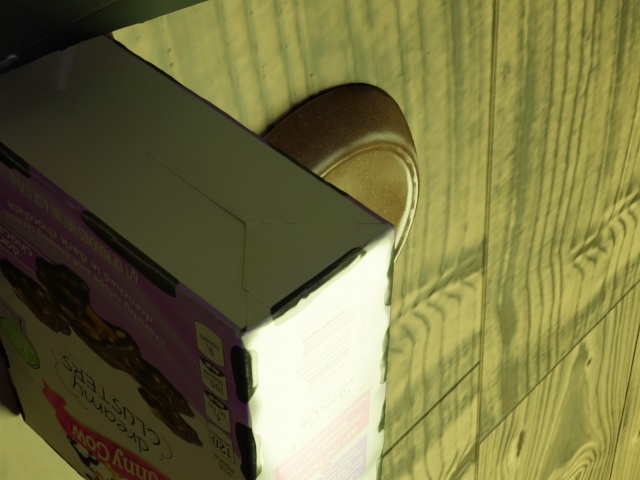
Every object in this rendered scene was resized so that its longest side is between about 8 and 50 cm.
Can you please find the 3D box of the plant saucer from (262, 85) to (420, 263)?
[{"bbox_3d":[0.000,0.000,0.683,0.168,0.029,0.168,-38,147,-30],"label":"plant saucer"}]

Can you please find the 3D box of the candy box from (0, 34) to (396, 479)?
[{"bbox_3d":[-0.056,0.039,0.499,0.070,0.165,0.196,-36,145,-30],"label":"candy box"}]

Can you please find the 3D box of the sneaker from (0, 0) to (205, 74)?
[{"bbox_3d":[-0.062,-0.111,0.451,0.118,0.083,0.222,-31,175,19],"label":"sneaker"}]
